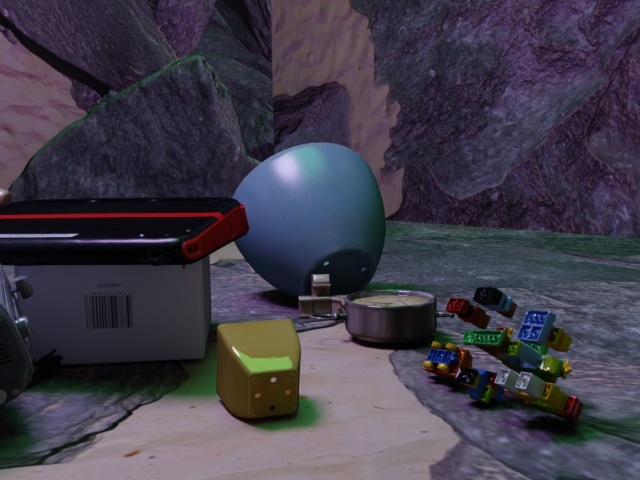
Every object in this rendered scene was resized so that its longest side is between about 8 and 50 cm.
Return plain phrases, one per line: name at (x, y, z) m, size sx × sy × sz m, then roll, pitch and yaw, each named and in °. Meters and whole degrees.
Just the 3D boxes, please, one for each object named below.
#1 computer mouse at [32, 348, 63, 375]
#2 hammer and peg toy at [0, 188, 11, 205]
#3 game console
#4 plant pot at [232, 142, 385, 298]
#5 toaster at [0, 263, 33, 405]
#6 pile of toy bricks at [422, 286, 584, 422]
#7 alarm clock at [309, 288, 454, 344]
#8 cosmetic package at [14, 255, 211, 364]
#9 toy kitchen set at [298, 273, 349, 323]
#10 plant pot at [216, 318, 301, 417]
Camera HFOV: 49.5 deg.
computer mouse at (-0.410, 0.128, 0.809) m, size 0.193 × 0.042 × 0.106 m, roll 19°, pitch 17°, yaw 14°
hammer and peg toy at (-0.576, 0.021, 1.061) m, size 0.127 × 0.265 × 0.361 m, roll 17°, pitch 5°, yaw 0°
game console at (-0.308, -0.008, 0.919) m, size 0.387 × 0.060 × 0.342 m, roll -1°, pitch 12°, yaw 6°
plant pot at (0.000, 0.000, 1.246) m, size 0.290 × 0.290 × 0.195 m, roll -3°, pitch 44°, yaw -25°
toaster at (-0.383, 0.094, 0.642) m, size 0.227 × 0.129 × 0.146 m, roll -19°, pitch 31°, yaw -13°
pile of toy bricks at (0.207, 0.124, 0.729) m, size 0.105 × 0.118 × 0.212 m, roll 31°, pitch -14°, yaw -17°
alarm clock at (0.080, 0.108, 0.980) m, size 0.192 × 0.064 × 0.129 m, roll 1°, pitch 6°, yaw -9°
cosmetic package at (-0.269, 0.076, 0.960) m, size 0.224 × 0.138 × 0.224 m, roll -1°, pitch 8°, yaw -6°
toy kitchen set at (0.009, 0.093, 1.106) m, size 0.083 × 0.068 × 0.075 m, roll -2°, pitch 6°, yaw -5°
plant pot at (-0.057, 0.134, 0.696) m, size 0.081 × 0.081 × 0.083 m, roll -3°, pitch 17°, yaw -18°
